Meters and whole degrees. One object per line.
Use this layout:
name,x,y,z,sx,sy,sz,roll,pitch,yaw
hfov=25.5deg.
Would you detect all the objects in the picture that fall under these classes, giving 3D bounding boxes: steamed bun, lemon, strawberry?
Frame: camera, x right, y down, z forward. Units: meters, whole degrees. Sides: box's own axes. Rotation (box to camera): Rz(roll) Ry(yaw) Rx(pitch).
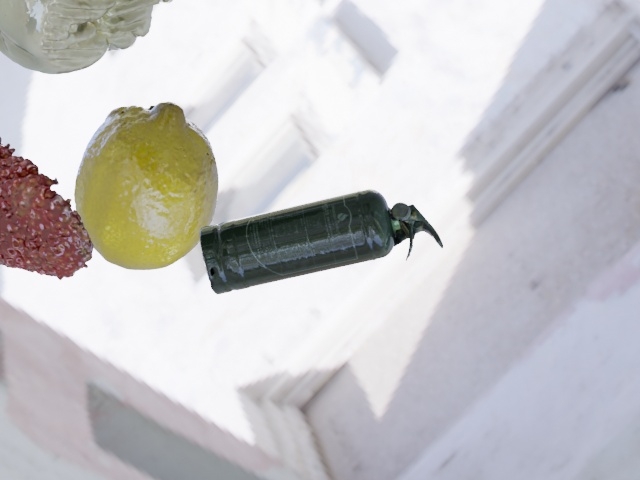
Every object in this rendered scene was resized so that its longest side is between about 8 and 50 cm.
steamed bun,-0.326,-0.402,1.789,0.247,0.352,0.339,34,-140,16
lemon,-0.295,-0.094,2.408,0.245,0.319,0.245,15,-156,-7
strawberry,-0.338,-0.033,1.529,0.208,0.087,0.167,12,121,53

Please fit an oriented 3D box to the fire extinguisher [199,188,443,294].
fire extinguisher,0.000,0.000,1.869,0.095,0.311,0.114,64,-167,-64
